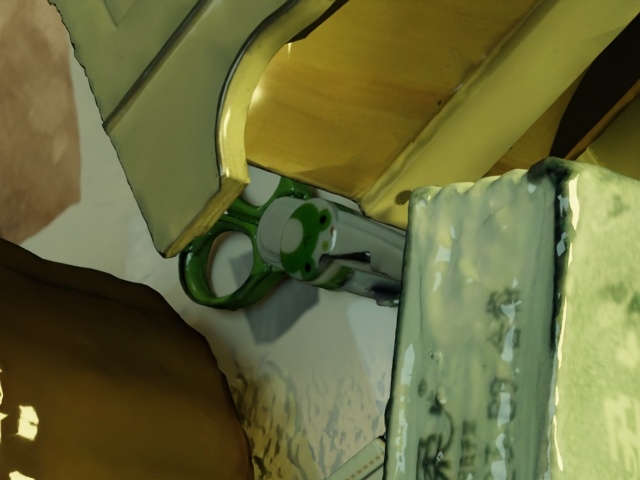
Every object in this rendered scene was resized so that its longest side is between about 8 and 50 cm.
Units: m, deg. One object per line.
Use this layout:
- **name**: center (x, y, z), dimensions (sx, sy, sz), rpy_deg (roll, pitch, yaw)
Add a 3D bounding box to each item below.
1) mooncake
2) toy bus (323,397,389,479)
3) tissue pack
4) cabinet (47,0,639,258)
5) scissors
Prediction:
- **mooncake**: center (-0.178, 0.154, 0.982), dimensions (0.324, 0.187, 0.324), rpy_deg (-22, 59, 43)
- **toy bus**: center (0.037, 0.130, 0.834), dimensions (0.194, 0.087, 0.089), rpy_deg (-42, 56, 29)
- **tissue pack**: center (0.130, 0.096, 0.611), dimensions (0.081, 0.257, 0.185), rpy_deg (-14, 66, 46)
- **cabinet**: center (0.048, -0.147, 0.768), dimensions (0.227, 0.290, 0.318), rpy_deg (-49, 47, 23)
- **scissors**: center (0.000, 0.000, 0.963), dimensions (0.204, 0.027, 0.101), rpy_deg (17, 91, 51)
